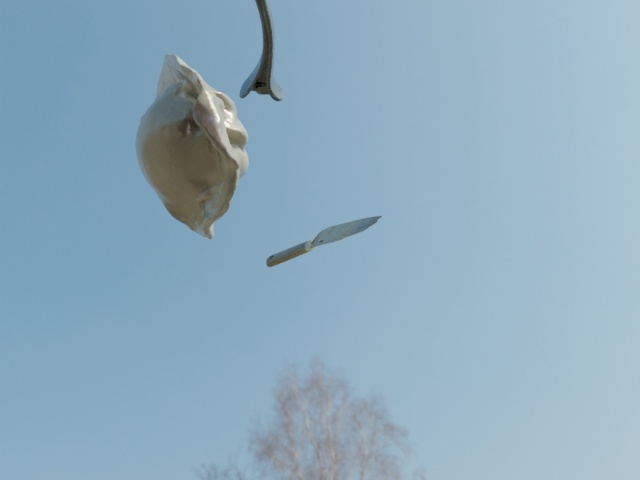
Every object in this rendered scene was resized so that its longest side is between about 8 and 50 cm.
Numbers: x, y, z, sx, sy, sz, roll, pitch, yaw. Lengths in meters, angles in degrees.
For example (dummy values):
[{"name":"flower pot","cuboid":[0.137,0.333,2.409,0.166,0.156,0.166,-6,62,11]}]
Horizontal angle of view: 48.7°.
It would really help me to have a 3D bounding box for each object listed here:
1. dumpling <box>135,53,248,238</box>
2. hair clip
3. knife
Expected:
[{"name":"dumpling","cuboid":[-0.116,-0.095,0.689,0.108,0.188,0.127,-11,2,-36]},{"name":"hair clip","cuboid":[-0.085,-0.293,1.015,0.070,0.039,0.229,5,-37,-1]},{"name":"knife","cuboid":[-0.002,-0.002,1.243,0.017,0.047,0.298,47,-38,-19]}]
